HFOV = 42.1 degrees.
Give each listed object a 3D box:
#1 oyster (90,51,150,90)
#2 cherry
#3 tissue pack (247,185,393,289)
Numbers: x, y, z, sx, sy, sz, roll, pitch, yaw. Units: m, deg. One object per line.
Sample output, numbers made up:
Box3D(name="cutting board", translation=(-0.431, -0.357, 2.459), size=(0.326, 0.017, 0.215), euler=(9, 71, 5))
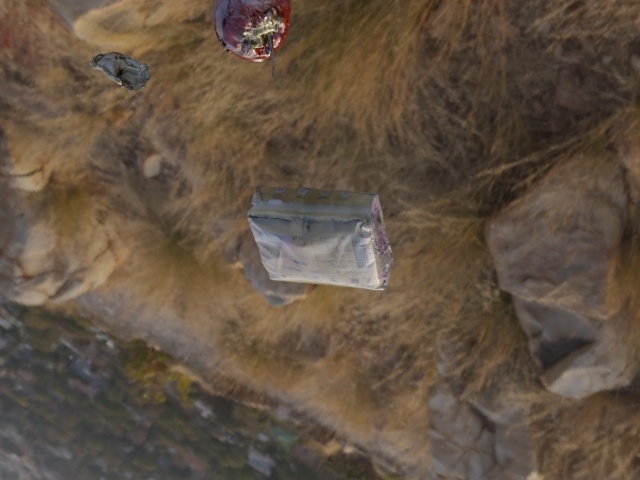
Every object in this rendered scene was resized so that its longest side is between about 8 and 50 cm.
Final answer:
Box3D(name="oyster", translation=(-0.525, -0.453, 2.195), size=(0.165, 0.108, 0.053), euler=(38, 152, 5))
Box3D(name="cherry", translation=(-0.148, -0.506, 1.825), size=(0.175, 0.250, 0.192), euler=(-4, 137, 4))
Box3D(name="tissue pack", translation=(0.000, 0.000, 1.636), size=(0.256, 0.123, 0.215), euler=(6, 141, 21))
